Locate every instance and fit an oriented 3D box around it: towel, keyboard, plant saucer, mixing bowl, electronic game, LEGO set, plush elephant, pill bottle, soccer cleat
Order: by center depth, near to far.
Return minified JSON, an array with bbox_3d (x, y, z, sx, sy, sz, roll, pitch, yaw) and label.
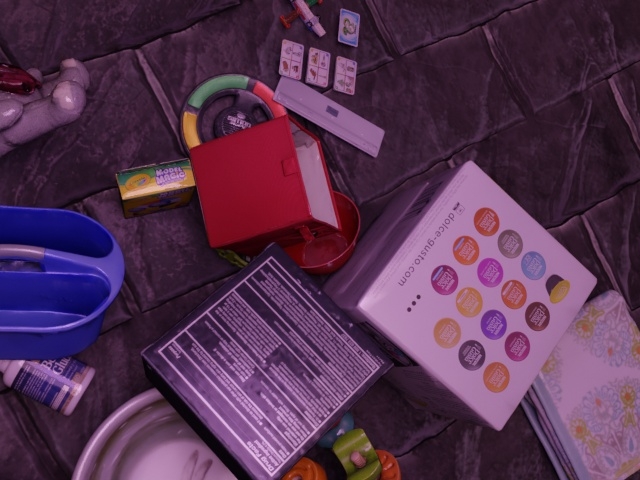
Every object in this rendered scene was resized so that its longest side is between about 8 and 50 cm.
[{"bbox_3d":[-0.584,-0.280,1.202,0.330,0.272,0.255,-28,118,5],"label":"plush elephant"},{"bbox_3d":[-0.491,0.228,1.248,0.169,0.094,0.094,31,75,-11],"label":"pill bottle"},{"bbox_3d":[-0.246,0.455,1.269,0.400,0.100,0.401,7,74,-25],"label":"plant saucer"},{"bbox_3d":[-0.142,0.022,1.406,0.179,0.060,0.072,33,65,-16],"label":"soccer cleat"},{"bbox_3d":[0.000,0.000,1.408,0.181,0.098,0.181,-9,55,12],"label":"mixing bowl"},{"bbox_3d":[-0.169,-0.225,1.433,0.229,0.048,0.229,2,81,-16],"label":"electronic game"},{"bbox_3d":[0.021,-0.262,1.498,0.256,0.014,0.072,27,58,-18],"label":"keyboard"},{"bbox_3d":[-0.006,-0.443,1.527,0.182,0.060,0.244,9,81,-28],"label":"LEGO set"},{"bbox_3d":[0.605,0.342,1.569,0.320,0.090,0.375,-26,90,-21],"label":"towel"}]

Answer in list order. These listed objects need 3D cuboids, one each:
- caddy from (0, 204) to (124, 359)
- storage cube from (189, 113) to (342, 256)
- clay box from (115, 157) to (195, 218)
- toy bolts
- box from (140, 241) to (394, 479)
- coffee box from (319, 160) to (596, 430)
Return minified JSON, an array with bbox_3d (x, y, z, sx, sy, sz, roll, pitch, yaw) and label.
[{"bbox_3d":[-0.502,0.062,1.184,0.341,0.179,0.241,3,54,-16],"label":"caddy"},{"bbox_3d":[-0.094,-0.087,1.280,0.193,0.183,0.215,-16,79,15],"label":"storage cube"},{"bbox_3d":[-0.297,-0.092,1.282,0.127,0.222,0.053,-13,86,-15],"label":"clay box"},{"bbox_3d":[0.025,0.412,1.320,0.218,0.228,0.158,-30,129,3],"label":"toy bolts"},{"bbox_3d":[-0.095,0.220,1.208,0.294,0.183,0.296,-40,79,-24],"label":"box"},{"bbox_3d":[0.231,0.108,1.354,0.334,0.338,0.338,42,74,-8],"label":"coffee box"}]
